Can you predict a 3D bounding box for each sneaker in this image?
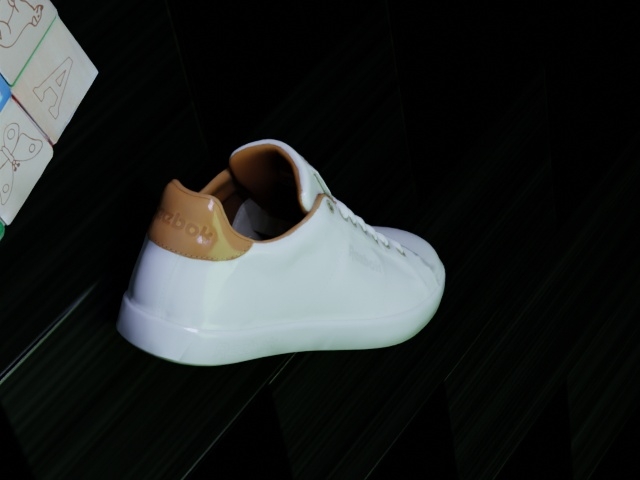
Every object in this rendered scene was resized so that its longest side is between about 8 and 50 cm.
[{"bbox_3d":[0.000,0.000,1.007,0.290,0.106,0.123,-9,117,-55],"label":"sneaker"}]

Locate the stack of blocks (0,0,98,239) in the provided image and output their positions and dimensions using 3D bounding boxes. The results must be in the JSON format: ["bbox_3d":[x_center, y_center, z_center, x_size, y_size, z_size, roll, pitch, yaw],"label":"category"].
[{"bbox_3d":[-0.224,-0.008,0.630,0.297,0.087,0.171,-63,150,-22],"label":"stack of blocks"}]
